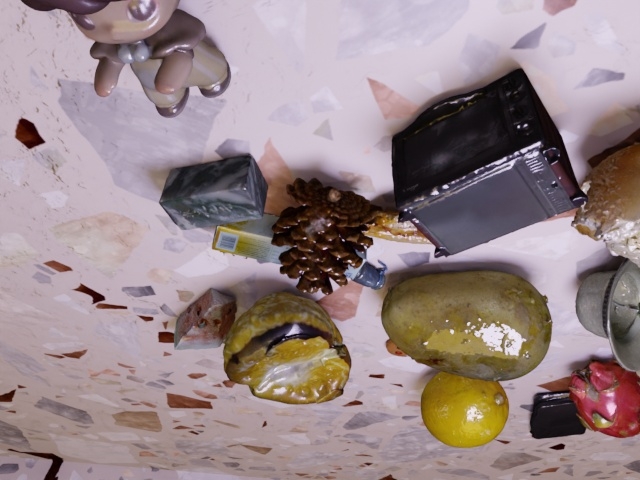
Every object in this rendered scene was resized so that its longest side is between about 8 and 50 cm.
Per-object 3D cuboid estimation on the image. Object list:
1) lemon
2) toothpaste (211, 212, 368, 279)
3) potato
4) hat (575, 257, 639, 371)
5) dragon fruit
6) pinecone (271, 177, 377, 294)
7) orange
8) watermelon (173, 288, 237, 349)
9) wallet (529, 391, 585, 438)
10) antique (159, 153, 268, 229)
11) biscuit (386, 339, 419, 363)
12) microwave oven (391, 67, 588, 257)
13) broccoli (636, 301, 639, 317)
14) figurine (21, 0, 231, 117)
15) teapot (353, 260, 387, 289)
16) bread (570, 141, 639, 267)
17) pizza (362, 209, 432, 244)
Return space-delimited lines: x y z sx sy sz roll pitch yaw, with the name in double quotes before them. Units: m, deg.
"lemon" 0.414 0.483 1.530 0.236 0.236 0.263 30 118 -29
"toothpaste" -0.061 0.008 1.089 0.313 0.071 0.089 14 139 -12
"potato" 0.317 0.188 1.177 0.359 0.219 0.270 3 133 12
"hat" 0.627 0.137 1.126 0.257 0.257 0.130 31 168 -30
"dragon fruit" 0.807 0.432 1.459 0.224 0.224 0.227 -21 134 28
"pinecone" -0.002 0.001 0.961 0.168 0.185 0.212 8 115 -51
"orange" -0.087 0.256 1.288 0.271 0.210 0.369 -29 137 3
"watermelon" -0.283 0.204 1.360 0.154 0.094 0.241 10 140 -20
"wallet" 0.820 0.607 1.797 0.197 0.051 0.377 -10 141 13
"antique" -0.199 -0.085 0.968 0.183 0.086 0.088 -8 140 15
"biscuit" 0.308 0.306 1.468 0.250 0.036 0.165 4 141 0
"microwave oven" 0.248 -0.113 0.823 0.247 0.178 0.188 -24 137 30
"broccoli" 0.807 0.099 0.973 0.277 0.317 0.338 40 127 18
"figurine" -0.227 -0.302 0.623 0.248 0.203 0.380 1 154 15
"teapot" 0.107 0.072 1.182 0.083 0.063 0.049 25 170 -35
"bread" 0.515 -0.069 0.840 0.314 0.171 0.192 11 110 -56
"pizza" 0.190 -0.024 1.012 0.271 0.056 0.134 7 173 -1
